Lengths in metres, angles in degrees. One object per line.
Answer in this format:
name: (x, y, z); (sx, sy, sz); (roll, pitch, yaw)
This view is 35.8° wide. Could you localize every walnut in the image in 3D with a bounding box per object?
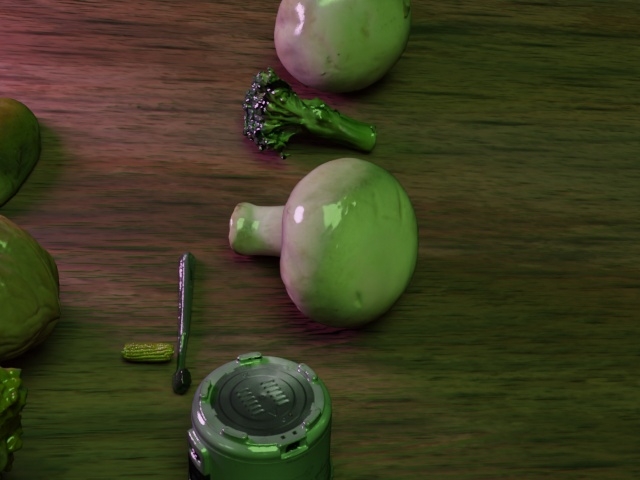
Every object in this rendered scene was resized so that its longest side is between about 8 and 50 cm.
walnut: (-0.585, 0.074, 1.660); (0.313, 0.277, 0.252); (24, 86, -1)

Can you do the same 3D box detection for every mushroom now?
mushroom: (0.021, -0.005, 1.825); (0.356, 0.315, 0.315); (17, 54, -13)
mushroom: (0.035, -0.494, 2.212); (0.314, 0.314, 0.336); (-3, 27, -14)

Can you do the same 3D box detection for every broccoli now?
broccoli: (-0.018, -0.252, 2.094); (0.304, 0.165, 0.145); (14, 22, -19)

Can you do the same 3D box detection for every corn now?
corn: (-0.308, 0.200, 1.769); (0.092, 0.037, 0.037); (4, 56, -11)

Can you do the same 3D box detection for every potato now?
potato: (-0.643, -0.183, 1.915); (0.160, 0.111, 0.272); (21, 54, 5)

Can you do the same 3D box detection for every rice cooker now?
rice cooker: (-0.097, 0.331, 1.613); (0.241, 0.227, 0.280); (-20, 42, -28)

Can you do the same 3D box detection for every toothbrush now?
toothbrush: (-0.250, 0.144, 1.827); (0.030, 0.030, 0.297); (21, 48, -30)

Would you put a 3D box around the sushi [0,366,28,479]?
sushi: (-0.606, 0.269, 1.445); (0.351, 0.396, 0.240); (37, 52, 5)
